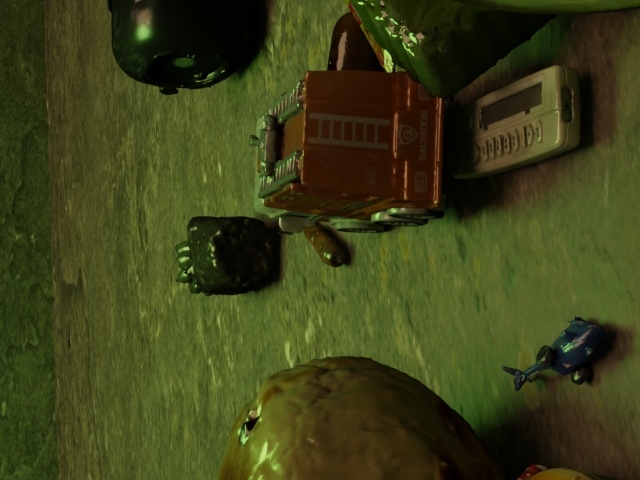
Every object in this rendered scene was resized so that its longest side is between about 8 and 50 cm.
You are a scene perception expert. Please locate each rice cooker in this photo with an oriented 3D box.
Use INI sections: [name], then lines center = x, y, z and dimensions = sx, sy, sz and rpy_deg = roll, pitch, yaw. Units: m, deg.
[rice cooker]
center = -0.240, -0.388, 2.255
dimensions = 0.267, 0.267, 0.224
rpy_deg = 145, 122, -60

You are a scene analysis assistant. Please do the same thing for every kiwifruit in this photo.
[kiwifruit]
center = 0.046, -0.255, 1.800
dimensions = 0.075, 0.075, 0.124
rpy_deg = -160, 73, -65

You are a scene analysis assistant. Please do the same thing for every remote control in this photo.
[remote control]
center = 0.212, -0.123, 1.431
dimensions = 0.230, 0.049, 0.090
rpy_deg = 163, 111, -65

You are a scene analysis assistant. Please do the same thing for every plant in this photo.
[plant]
center = -0.157, 0.023, 2.138
dimensions = 0.194, 0.129, 0.132
rpy_deg = -12, 72, 61

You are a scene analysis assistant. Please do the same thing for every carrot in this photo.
[carrot]
center = 0.000, -0.002, 1.905
dimensions = 0.165, 0.036, 0.035
rpy_deg = -130, 49, -61

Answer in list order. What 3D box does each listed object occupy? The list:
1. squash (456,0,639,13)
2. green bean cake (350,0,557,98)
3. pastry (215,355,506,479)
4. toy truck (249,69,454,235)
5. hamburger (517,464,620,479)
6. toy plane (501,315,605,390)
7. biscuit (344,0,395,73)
[squash]
center = 0.227, -0.418, 1.190
dimensions = 0.263, 0.263, 0.384
rpy_deg = 173, 100, -65
[green bean cake]
center = 0.148, -0.279, 1.404
dimensions = 0.214, 0.113, 0.200
rpy_deg = -40, 49, 2
[pastry]
center = 0.047, 0.322, 1.406
dimensions = 0.388, 0.313, 0.388
rpy_deg = -168, 90, -75
[toy truck]
center = 0.019, -0.105, 1.610
dimensions = 0.387, 0.207, 0.173
rpy_deg = 161, 112, -76
[hamburger]
center = 0.237, 0.317, 1.221
dimensions = 0.173, 0.116, 0.210
rpy_deg = 5, 90, 63
[toy plane]
center = 0.241, 0.118, 1.337
dimensions = 0.167, 0.054, 0.062
rpy_deg = -46, 20, 54
[biscuit]
center = 0.065, -0.283, 1.686
dimensions = 0.292, 0.026, 0.048
rpy_deg = -110, 18, -57
